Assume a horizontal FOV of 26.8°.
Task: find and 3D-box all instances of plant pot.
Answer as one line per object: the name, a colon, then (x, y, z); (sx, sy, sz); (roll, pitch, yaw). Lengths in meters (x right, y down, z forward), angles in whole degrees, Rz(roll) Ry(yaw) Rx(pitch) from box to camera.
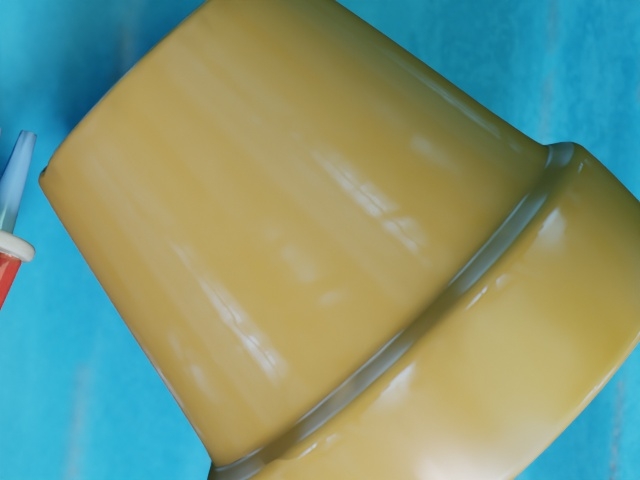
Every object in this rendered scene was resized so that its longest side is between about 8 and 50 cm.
plant pot: (0.000, 0.000, 0.532); (0.188, 0.205, 0.205); (47, 65, -4)

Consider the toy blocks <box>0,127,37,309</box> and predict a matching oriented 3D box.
toy blocks: (-0.172, 0.013, 0.496); (0.123, 0.054, 0.148); (22, 76, -29)
